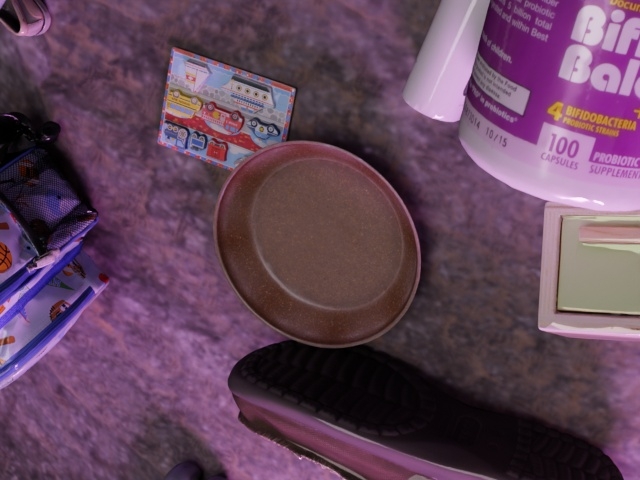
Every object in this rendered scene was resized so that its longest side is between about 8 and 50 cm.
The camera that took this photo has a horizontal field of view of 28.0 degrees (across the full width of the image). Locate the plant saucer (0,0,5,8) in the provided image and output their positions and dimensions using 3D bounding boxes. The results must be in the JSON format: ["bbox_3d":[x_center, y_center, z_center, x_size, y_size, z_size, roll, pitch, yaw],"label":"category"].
[{"bbox_3d":[-0.291,-0.284,1.118,0.195,0.037,0.195,169,90,-72],"label":"plant saucer"}]

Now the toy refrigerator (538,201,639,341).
[{"bbox_3d":[0.305,0.027,0.958,0.269,0.094,0.102,2,83,27],"label":"toy refrigerator"}]

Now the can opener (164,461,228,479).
[{"bbox_3d":[-0.162,0.372,1.328,0.076,0.095,0.283,20,110,19],"label":"can opener"}]

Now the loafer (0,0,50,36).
[{"bbox_3d":[-0.309,-0.239,1.211,0.125,0.039,0.045,42,123,6],"label":"loafer"}]

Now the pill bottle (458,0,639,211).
[{"bbox_3d":[0.210,-0.186,0.897,0.169,0.169,0.302,21,118,18],"label":"pill bottle"}]

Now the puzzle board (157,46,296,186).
[{"bbox_3d":[-0.088,-0.112,1.168,0.128,0.011,0.096,21,118,18],"label":"puzzle board"}]

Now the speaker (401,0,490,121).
[{"bbox_3d":[0.113,-0.164,1.021,0.055,0.055,0.136,30,120,13],"label":"speaker"}]

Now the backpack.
[{"bbox_3d":[-0.353,0.050,1.216,0.276,0.263,0.213,-40,89,32],"label":"backpack"}]

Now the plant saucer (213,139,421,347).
[{"bbox_3d":[0.000,0.000,1.149,0.198,0.036,0.199,9,116,19],"label":"plant saucer"}]

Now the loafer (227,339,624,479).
[{"bbox_3d":[0.076,0.203,1.137,0.366,0.134,0.130,22,117,18],"label":"loafer"}]
